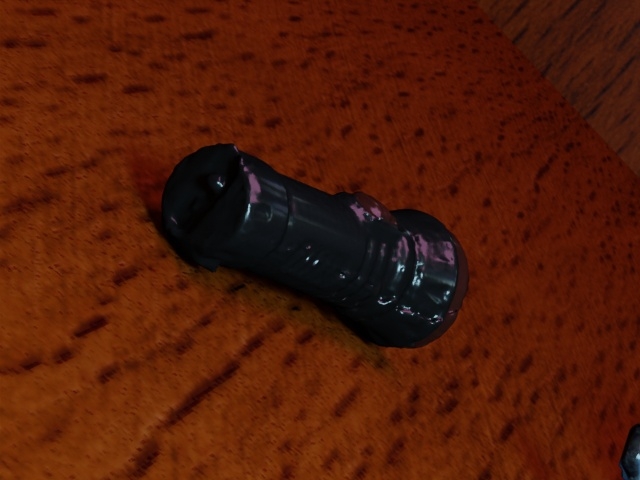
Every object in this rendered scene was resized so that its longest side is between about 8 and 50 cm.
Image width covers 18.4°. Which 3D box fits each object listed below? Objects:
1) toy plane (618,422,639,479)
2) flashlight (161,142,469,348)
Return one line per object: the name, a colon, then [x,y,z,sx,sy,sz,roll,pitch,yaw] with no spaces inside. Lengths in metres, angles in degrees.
toy plane: [0.243,0.241,1.232,0.246,0.078,0.169,50,42,1]
flashlight: [0.000,0.000,1.179,0.232,0.093,0.093,26,25,-52]
